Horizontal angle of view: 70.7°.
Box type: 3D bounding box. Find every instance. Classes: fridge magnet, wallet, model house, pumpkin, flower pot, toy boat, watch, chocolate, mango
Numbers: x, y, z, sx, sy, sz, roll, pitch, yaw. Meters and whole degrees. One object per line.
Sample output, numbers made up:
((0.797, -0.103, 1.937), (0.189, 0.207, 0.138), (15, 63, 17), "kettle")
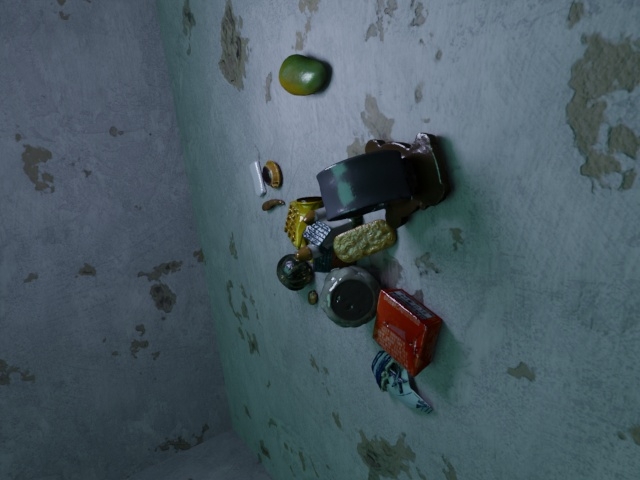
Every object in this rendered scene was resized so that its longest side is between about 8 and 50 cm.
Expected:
((-0.245, -0.327, 2.246), (0.143, 0.063, 0.143), (35, 134, 46), "fridge magnet")
((-0.338, -0.331, 2.425), (0.095, 0.033, 0.189), (-9, 95, 61), "wallet")
((0.000, 0.000, 1.784), (0.190, 0.301, 0.271), (34, 130, 38), "model house")
((-0.130, 0.153, 2.187), (0.190, 0.146, 0.190), (42, 158, 22), "pumpkin")
((0.117, 0.215, 1.736), (0.195, 0.246, 0.246), (-74, -30, -88), "flower pot")
((0.307, 0.535, 1.736), (0.292, 0.070, 0.210), (14, 119, 52), "toy boat")
((0.167, -0.178, 1.392), (0.335, 0.327, 0.313), (-17, 89, 58), "watch")
((0.305, 0.314, 1.600), (0.237, 0.108, 0.234), (39, 134, 46), "chocolate")
((-0.067, -0.651, 1.785), (0.251, 0.114, 0.156), (24, 113, 38), "mango")

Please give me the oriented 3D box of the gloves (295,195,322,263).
((-0.032, -0.039, 1.970), (0.133, 0.116, 0.294), (3, 107, 23), "gloves")

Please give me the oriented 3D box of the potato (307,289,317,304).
((-0.040, 0.280, 2.200), (0.051, 0.040, 0.083), (48, 139, 45), "potato")

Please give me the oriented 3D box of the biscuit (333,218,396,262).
((0.157, 0.004, 1.650), (0.247, 0.029, 0.118), (-23, 104, 26), "biscuit")

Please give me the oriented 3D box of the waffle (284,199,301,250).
((-0.088, -0.039, 2.124), (0.219, 0.057, 0.229), (50, 142, 35), "waffle")

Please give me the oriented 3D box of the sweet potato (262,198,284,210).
((-0.248, -0.189, 2.331), (0.214, 0.050, 0.050), (-12, 93, 56), "sweet potato")
